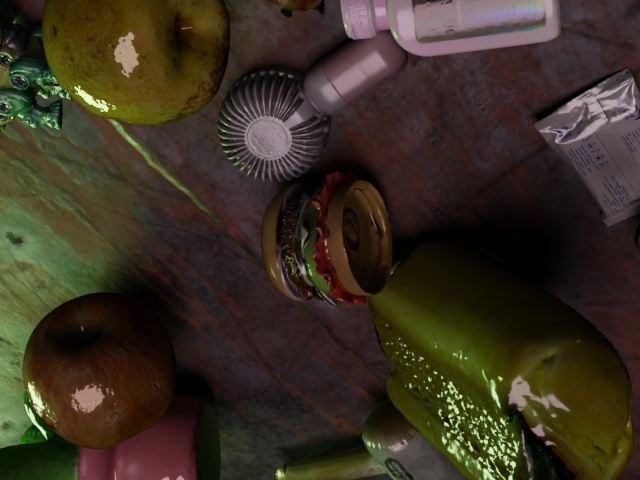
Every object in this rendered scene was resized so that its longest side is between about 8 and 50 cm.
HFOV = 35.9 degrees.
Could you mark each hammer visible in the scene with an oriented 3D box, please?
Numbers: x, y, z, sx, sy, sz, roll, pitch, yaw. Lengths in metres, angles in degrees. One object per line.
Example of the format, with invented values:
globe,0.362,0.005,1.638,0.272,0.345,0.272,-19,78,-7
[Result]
hammer,0.065,0.347,1.534,0.305,0.113,0.202,-18,124,28

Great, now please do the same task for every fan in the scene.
fan,-0.009,-0.159,1.122,0.244,0.074,0.130,-30,110,23

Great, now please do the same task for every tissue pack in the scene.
tissue pack,0.347,-0.101,1.153,0.122,0.026,0.193,-27,123,26

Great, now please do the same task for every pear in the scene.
pear,-0.196,-0.214,1.019,0.197,0.197,0.197,3,131,4

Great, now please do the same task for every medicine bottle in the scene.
medicine bottle,0.132,-0.250,1.008,0.219,0.078,0.115,-5,107,11

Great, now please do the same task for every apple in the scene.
apple,-0.300,0.178,1.355,0.211,0.211,0.188,-1,132,8

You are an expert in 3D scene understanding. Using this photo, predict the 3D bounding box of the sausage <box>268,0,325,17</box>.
sausage,0.018,-0.371,0.906,0.117,0.125,0.317,-12,145,-46

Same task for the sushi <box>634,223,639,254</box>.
sushi,0.455,0.006,1.102,0.126,0.225,0.136,-30,100,-4

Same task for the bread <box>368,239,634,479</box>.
bread,0.216,0.154,1.176,0.208,0.376,0.251,-17,113,-14

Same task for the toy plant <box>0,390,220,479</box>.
toy plant,-0.335,0.328,1.461,0.356,0.317,0.211,5,96,7

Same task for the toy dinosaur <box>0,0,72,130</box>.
toy dinosaur,-0.354,-0.178,1.138,0.153,0.094,0.259,12,139,-3

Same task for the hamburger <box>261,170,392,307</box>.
hamburger,0.002,0.002,1.204,0.137,0.175,0.175,-6,131,29
